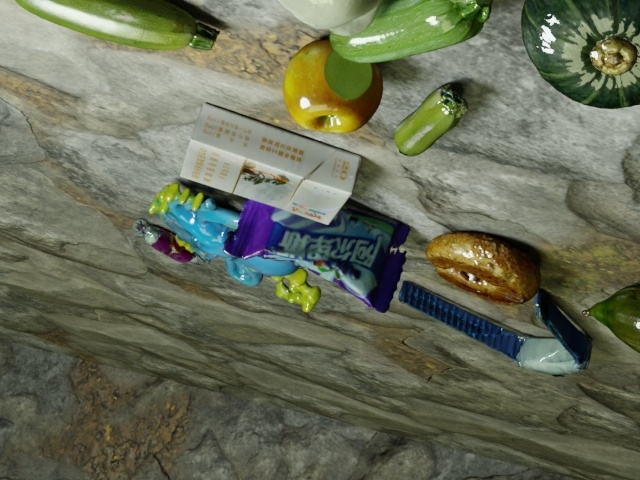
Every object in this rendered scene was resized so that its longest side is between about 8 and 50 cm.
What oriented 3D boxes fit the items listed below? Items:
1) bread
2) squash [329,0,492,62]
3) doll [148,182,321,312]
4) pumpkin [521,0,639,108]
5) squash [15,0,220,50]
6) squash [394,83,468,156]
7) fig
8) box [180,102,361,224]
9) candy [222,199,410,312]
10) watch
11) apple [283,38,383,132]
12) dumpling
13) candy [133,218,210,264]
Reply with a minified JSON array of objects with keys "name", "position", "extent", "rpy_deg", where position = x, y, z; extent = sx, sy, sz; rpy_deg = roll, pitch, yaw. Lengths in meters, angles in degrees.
[{"name":"bread","position":[0.249,0.039,2.050],"extent":[0.193,0.064,0.193],"rpy_deg":[21,164,6]},{"name":"squash","position":[0.093,-0.225,1.383],"extent":[0.077,0.068,0.219],"rpy_deg":[34,155,-31]},{"name":"doll","position":[-0.136,-0.011,2.227],"extent":[0.341,0.099,0.346],"rpy_deg":[20,162,33]},{"name":"pumpkin","position":[0.267,-0.196,1.213],"extent":[0.167,0.125,0.167],"rpy_deg":[8,123,13]},{"name":"squash","position":[-0.244,-0.266,1.570],"extent":[0.252,0.066,0.066],"rpy_deg":[16,162,0]},{"name":"squash","position":[0.133,-0.145,1.618],"extent":[0.052,0.052,0.183],"rpy_deg":[20,160,-10]},{"name":"fig","position":[0.469,0.110,2.011],"extent":[0.177,0.117,0.117],"rpy_deg":[22,171,48]},{"name":"box","position":[-0.072,-0.104,1.896],"extent":[0.233,0.067,0.149],"rpy_deg":[18,163,-6]},{"name":"candy","position":[0.000,0.000,2.013],"extent":[0.275,0.145,0.070],"rpy_deg":[21,167,-12]},{"name":"watch","position":[0.310,0.153,2.319],"extent":[0.276,0.068,0.274],"rpy_deg":[4,158,37]},{"name":"apple","position":[0.013,-0.174,1.553],"extent":[0.114,0.102,0.099],"rpy_deg":[22,160,-20]},{"name":"dumpling","position":[0.014,-0.274,1.301],"extent":[0.134,0.100,0.169],"rpy_deg":[-35,112,22]},{"name":"candy","position":[-0.273,0.007,2.453],"extent":[0.175,0.045,0.043],"rpy_deg":[31,124,-33]}]
